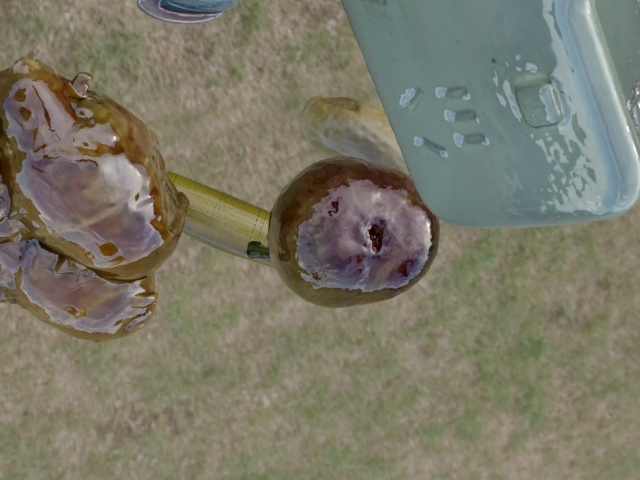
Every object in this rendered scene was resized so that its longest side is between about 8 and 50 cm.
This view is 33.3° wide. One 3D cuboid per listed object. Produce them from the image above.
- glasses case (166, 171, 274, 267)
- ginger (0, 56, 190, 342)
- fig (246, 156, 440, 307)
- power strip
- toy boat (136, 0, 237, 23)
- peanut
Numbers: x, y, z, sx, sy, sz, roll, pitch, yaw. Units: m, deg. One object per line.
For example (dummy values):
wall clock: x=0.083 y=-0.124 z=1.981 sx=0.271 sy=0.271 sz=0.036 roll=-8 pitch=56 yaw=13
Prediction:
glasses case: x=-0.131 y=-0.023 z=1.525 sx=0.234 sy=0.064 sz=0.079 roll=22 pitch=86 yaw=-5
ginger: x=-0.276 y=-0.033 z=1.088 sx=0.274 sy=0.152 sz=0.357 roll=15 pitch=140 yaw=-11
fig: x=-0.001 y=0.002 z=1.135 sx=0.170 sy=0.274 sz=0.145 roll=11 pitch=76 yaw=-30
power strip: x=0.078 y=-0.132 z=0.427 sx=0.059 sy=0.194 sz=0.264 roll=-35 pitch=109 yaw=-35
toy boat: x=-0.107 y=-0.224 z=0.975 sx=0.096 sy=0.122 sz=0.034 roll=-3 pitch=91 yaw=-29
peanut: x=0.076 y=-0.119 z=1.476 sx=0.236 sy=0.120 sz=0.110 roll=30 pitch=68 yaw=-8
